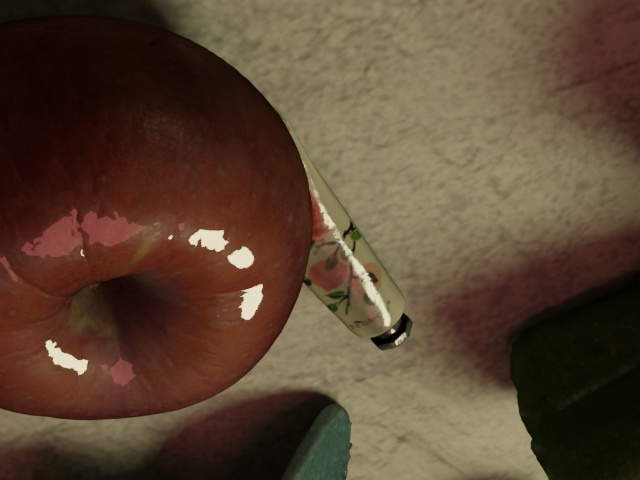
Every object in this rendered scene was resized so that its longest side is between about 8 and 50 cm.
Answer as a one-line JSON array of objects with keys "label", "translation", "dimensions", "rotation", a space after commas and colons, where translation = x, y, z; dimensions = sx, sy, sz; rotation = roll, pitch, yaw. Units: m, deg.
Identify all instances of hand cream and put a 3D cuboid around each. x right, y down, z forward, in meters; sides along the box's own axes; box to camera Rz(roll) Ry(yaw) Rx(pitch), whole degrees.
[{"label": "hand cream", "translation": [0.000, 0.000, 1.390], "dimensions": [0.080, 0.050, 0.234], "rotation": [-28, 125, 17]}]

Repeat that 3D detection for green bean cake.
[{"label": "green bean cake", "translation": [0.295, 0.136, 1.453], "dimensions": [0.248, 0.222, 0.125], "rotation": [-27, 130, 7]}]

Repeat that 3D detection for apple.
[{"label": "apple", "translation": [-0.160, -0.019, 1.207], "dimensions": [0.305, 0.235, 0.306], "rotation": [-8, 135, -8]}]

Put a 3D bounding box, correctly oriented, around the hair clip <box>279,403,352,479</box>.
[{"label": "hair clip", "translation": [-0.126, 0.356, 1.525], "dimensions": [0.238, 0.392, 0.318], "rotation": [7, 136, 15]}]
